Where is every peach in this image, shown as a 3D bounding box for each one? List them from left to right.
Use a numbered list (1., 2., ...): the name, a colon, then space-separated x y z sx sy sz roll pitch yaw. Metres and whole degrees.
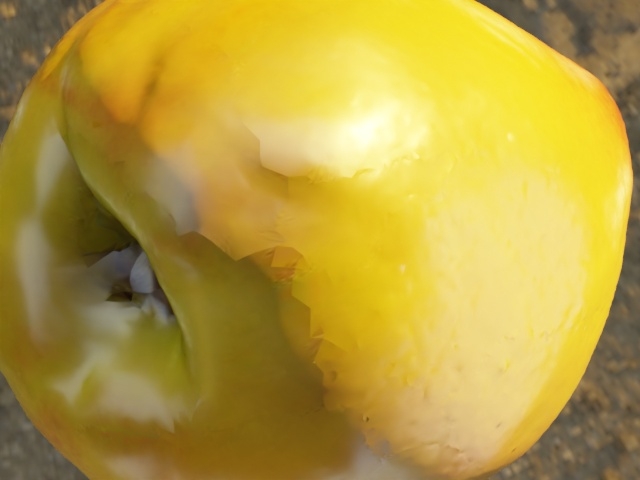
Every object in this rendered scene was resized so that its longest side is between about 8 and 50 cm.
1. peach: -0.002 0.003 0.889 0.308 0.289 0.289 -13 132 -49
